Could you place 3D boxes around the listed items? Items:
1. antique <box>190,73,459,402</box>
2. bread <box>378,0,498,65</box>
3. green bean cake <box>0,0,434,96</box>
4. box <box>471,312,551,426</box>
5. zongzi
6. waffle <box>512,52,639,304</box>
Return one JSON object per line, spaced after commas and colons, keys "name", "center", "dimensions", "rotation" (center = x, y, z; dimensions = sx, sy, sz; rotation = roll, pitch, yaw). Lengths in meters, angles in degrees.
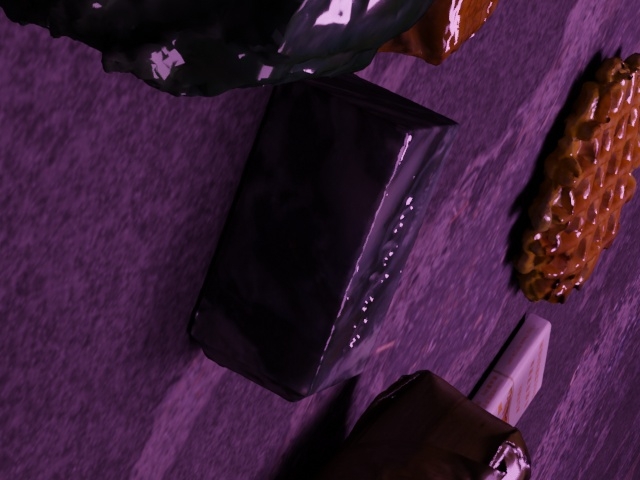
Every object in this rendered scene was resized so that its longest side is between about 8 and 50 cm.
{"name": "antique", "center": [0.000, 0.000, 1.033], "dimensions": [0.088, 0.086, 0.183], "rotation": [-15, 129, -64]}
{"name": "bread", "center": [0.061, -0.234, 0.828], "dimensions": [0.167, 0.132, 0.294], "rotation": [-25, 136, -62]}
{"name": "green bean cake", "center": [-0.024, -0.203, 0.599], "dimensions": [0.300, 0.169, 0.308], "rotation": [-18, 132, -64]}
{"name": "box", "center": [0.165, 0.186, 1.770], "dimensions": [0.220, 0.032, 0.122], "rotation": [-51, 157, -32]}
{"name": "zongzi", "center": [0.009, 0.320, 1.335], "dimensions": [0.360, 0.160, 0.323], "rotation": [-50, 156, -43]}
{"name": "waffle", "center": [0.249, -0.062, 1.660], "dimensions": [0.243, 0.058, 0.238], "rotation": [-63, 158, -11]}
